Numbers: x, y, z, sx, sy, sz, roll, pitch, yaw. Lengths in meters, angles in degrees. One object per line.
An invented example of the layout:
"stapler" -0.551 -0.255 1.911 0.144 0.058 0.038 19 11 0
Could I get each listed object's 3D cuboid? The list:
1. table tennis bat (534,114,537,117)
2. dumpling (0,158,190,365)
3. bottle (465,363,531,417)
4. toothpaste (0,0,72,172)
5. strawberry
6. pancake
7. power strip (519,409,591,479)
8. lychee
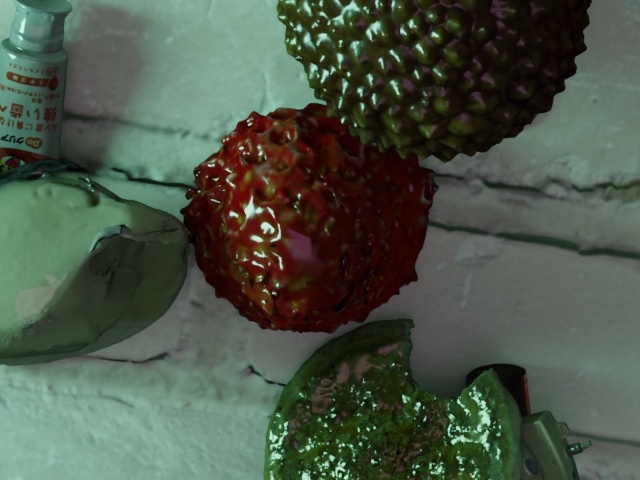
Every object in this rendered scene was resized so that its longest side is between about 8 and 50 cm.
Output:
"table tennis bat" 0.160 -0.136 1.751 0.050 0.007 0.083 -34 105 7
"dumpling" -0.250 0.025 1.708 0.293 0.204 0.163 -21 86 10
"bottle" 0.169 0.198 1.809 0.060 0.060 0.164 -8 105 1
"toothpaste" -0.260 -0.098 1.732 0.089 0.057 0.234 10 113 -7
"strawberry" 0.000 0.000 1.700 0.234 0.178 0.234 -1 111 -3
"pancake" 0.058 0.195 1.747 0.253 0.037 0.254 -6 72 17
"power strip" 0.141 0.210 1.778 0.227 0.029 0.080 -20 97 30
"lychee" 0.100 -0.195 1.602 0.267 0.267 0.267 0 104 -1
